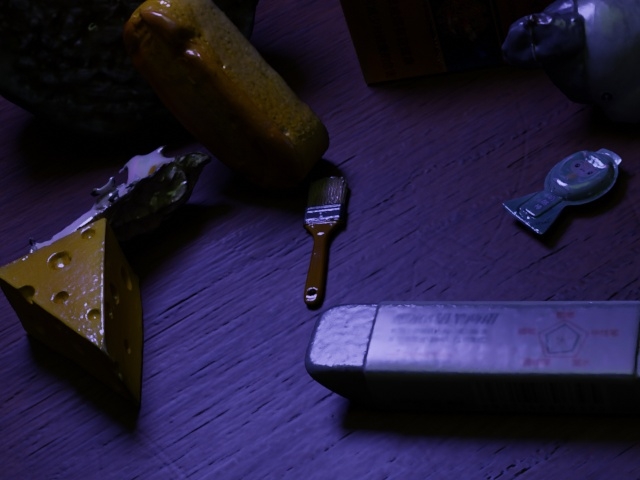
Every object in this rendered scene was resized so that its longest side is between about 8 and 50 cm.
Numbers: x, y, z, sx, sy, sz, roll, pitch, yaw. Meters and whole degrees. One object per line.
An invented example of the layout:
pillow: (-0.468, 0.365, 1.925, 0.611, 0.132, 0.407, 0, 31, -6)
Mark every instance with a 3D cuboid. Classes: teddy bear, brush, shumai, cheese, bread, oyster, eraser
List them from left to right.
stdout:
cheese: (-0.220, 0.081, 1.433, 0.126, 0.093, 0.171, -27, 44, -8)
shumai: (-0.244, -0.330, 1.725, 0.395, 0.395, 0.348, -16, 18, 4)
oyster: (-0.215, -0.021, 1.551, 0.209, 0.072, 0.133, -43, 15, -27)
bread: (-0.096, -0.154, 1.541, 0.094, 0.245, 0.102, -48, 9, -32)
brush: (0.000, 0.000, 1.492, 0.043, 0.014, 0.170, -7, 45, 16)
eraser: (0.161, 0.100, 1.296, 0.352, 0.061, 0.089, -1, 47, 20)
cheese: (0.239, -0.050, 1.444, 0.120, 0.026, 0.067, -35, 44, -15)
teddy bear: (0.326, -0.197, 1.499, 0.251, 0.144, 0.171, -17, 6, 26)

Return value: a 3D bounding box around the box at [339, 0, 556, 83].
box: (0.146, -0.256, 1.597, 0.237, 0.152, 0.070, -9, 44, 13)
